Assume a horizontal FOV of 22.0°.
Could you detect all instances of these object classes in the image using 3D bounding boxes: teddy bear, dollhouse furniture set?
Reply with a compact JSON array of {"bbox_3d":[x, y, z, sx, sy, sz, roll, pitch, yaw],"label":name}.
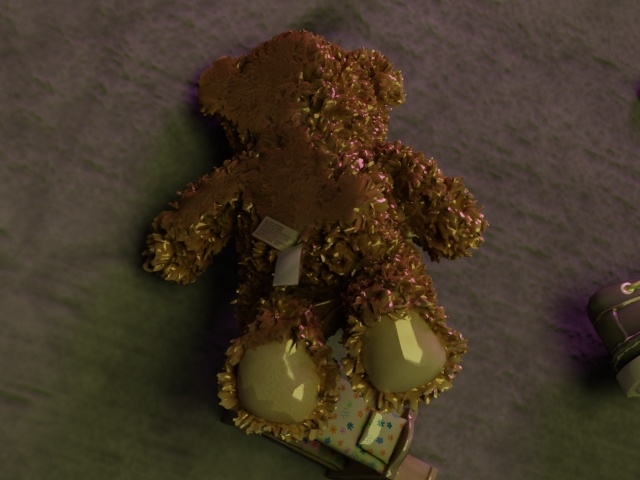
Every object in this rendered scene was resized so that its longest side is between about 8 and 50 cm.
[{"bbox_3d":[0.000,0.000,1.207,0.245,0.338,0.113,-33,140,1],"label":"teddy bear"},{"bbox_3d":[0.048,0.105,1.279,0.182,0.101,0.161,30,69,-24],"label":"dollhouse furniture set"}]

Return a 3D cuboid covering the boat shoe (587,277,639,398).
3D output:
[{"bbox_3d":[0.360,0.055,1.466,0.305,0.109,0.091,-14,65,-38],"label":"boat shoe"}]
